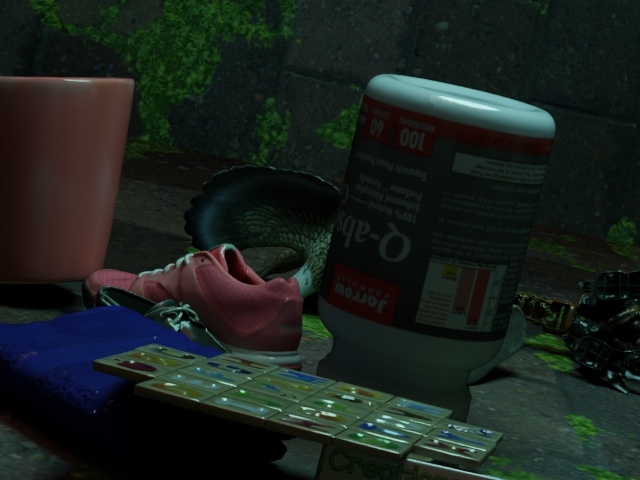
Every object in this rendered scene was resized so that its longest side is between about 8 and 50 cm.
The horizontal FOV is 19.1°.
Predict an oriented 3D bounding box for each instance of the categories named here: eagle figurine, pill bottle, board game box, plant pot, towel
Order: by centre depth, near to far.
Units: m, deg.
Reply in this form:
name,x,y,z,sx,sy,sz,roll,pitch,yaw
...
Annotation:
name,x,y,z,sx,sy,sz,roll,pitch,yaw
board game box,0.146,0.229,1.639,0.305,0.053,0.193,12,-6,0
towel,-0.186,0.146,1.825,0.228,0.076,0.308,-6,19,-42
pill bottle,0.113,0.017,2.050,0.210,0.363,0.210,12,9,-2
plant pot,-0.358,-0.077,2.283,0.275,0.243,0.275,1,4,0
eagle figurine,-0.008,0.006,2.544,0.225,0.226,0.298,-22,35,-38

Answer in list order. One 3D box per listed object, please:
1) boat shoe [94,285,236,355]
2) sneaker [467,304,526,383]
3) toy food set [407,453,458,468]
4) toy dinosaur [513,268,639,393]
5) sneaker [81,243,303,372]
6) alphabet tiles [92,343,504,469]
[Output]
name,x,y,z,sx,sy,sz,roll,pitch,yaw
boat shoe,-0.169,0.102,2.071,0.219,0.070,0.078,17,15,36
sneaker,0.153,0.132,2.372,0.118,0.083,0.222,-4,5,37
toy food set,0.101,0.215,1.919,0.122,0.019,0.078,-4,17,-35
toy dinosaur,0.389,0.128,2.576,0.322,0.164,0.218,-6,-6,1
sneaker,-0.136,0.062,2.170,0.314,0.136,0.116,18,10,34
alphabet tiles,-0.015,0.142,1.671,0.343,0.011,0.285,13,5,12
